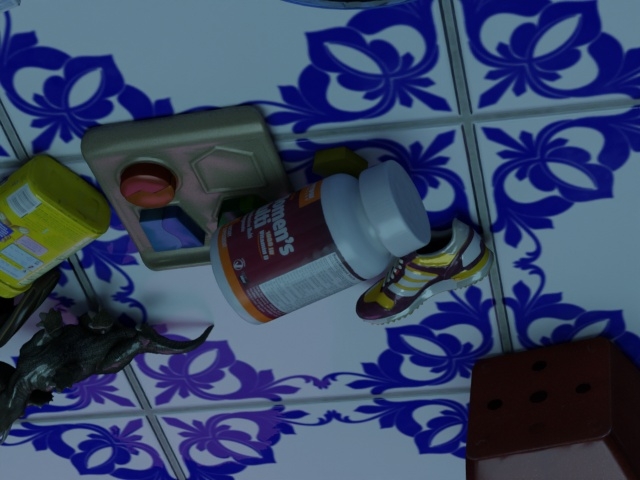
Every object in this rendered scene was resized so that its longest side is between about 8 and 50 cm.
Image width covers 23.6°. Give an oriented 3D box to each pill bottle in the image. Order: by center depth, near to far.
[{"bbox_3d":[0.000,0.000,1.675,0.221,0.121,0.121,-24,132,20],"label":"pill bottle"}]

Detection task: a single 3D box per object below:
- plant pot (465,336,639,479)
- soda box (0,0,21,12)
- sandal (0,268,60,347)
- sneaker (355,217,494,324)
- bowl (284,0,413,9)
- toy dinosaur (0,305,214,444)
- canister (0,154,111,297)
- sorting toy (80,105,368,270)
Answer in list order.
[{"bbox_3d":[0.306,0.277,1.930,0.267,0.267,0.235,-13,125,19],"label":"plant pot"},{"bbox_3d":[-0.394,-0.242,1.503,0.216,0.074,0.069,-16,136,21],"label":"soda box"},{"bbox_3d":[-0.400,0.092,1.905,0.060,0.090,0.219,45,136,-10],"label":"sandal"},{"bbox_3d":[0.107,0.031,1.795,0.185,0.069,0.084,-28,122,24],"label":"sneaker"},{"bbox_3d":[0.022,-0.360,1.329,0.391,0.077,0.391,2,139,2],"label":"bowl"},{"bbox_3d":[-0.293,0.135,1.908,0.314,0.121,0.160,-26,178,-24],"label":"toy dinosaur"},{"bbox_3d":[-0.339,-0.016,1.765,0.170,0.073,0.126,-31,128,32],"label":"canister"},{"bbox_3d":[-0.091,-0.054,1.723,0.307,0.041,0.229,-7,138,13],"label":"sorting toy"}]
